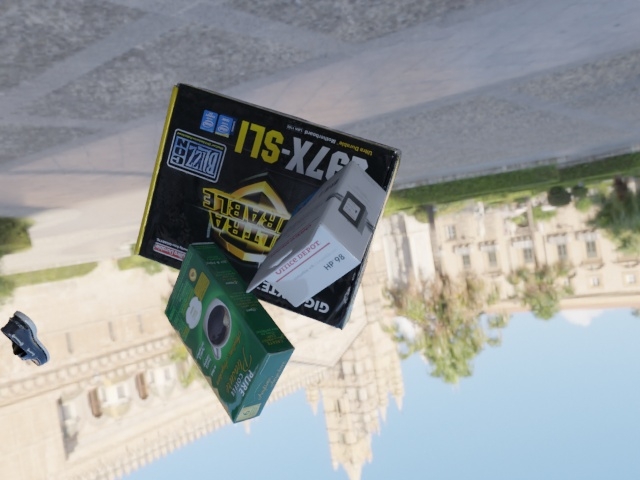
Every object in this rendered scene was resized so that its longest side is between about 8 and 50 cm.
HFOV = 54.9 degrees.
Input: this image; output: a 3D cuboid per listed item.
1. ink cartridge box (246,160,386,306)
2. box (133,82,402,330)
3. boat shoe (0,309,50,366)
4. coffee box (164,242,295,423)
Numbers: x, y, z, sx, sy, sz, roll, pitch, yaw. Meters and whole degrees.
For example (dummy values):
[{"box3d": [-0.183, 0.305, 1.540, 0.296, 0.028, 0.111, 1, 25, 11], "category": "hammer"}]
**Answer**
[{"box3d": [0.000, 0.000, 0.665, 0.104, 0.060, 0.180, -37, -164, 34], "category": "ink cartridge box"}, {"box3d": [-0.076, -0.051, 0.863, 0.322, 0.257, 0.079, 20, -169, 9], "category": "box"}, {"box3d": [-0.419, 0.148, 0.873, 0.038, 0.046, 0.125, -52, 166, -36], "category": "boat shoe"}, {"box3d": [-0.110, 0.101, 0.701, 0.040, 0.113, 0.184, -2, -142, -44], "category": "coffee box"}]
